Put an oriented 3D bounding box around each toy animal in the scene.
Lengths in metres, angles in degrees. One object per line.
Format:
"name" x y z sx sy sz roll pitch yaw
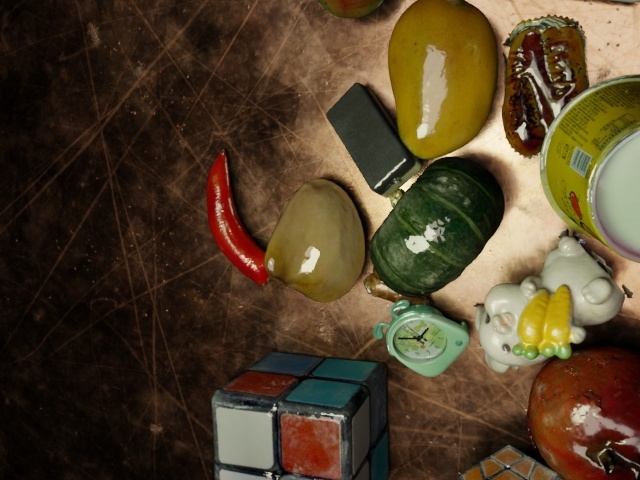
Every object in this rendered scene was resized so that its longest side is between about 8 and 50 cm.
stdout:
"toy animal" 0.425 0.140 1.353 0.310 0.247 0.183 -41 76 13

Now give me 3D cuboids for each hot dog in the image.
"hot dog" 0.431 -0.292 1.335 0.163 0.082 0.270 0 100 19

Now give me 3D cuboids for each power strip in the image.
"power strip" 0.108 -0.203 1.425 0.105 0.070 0.256 -44 52 23

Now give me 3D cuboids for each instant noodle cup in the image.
"instant noodle cup" 0.562 -0.112 1.196 0.325 0.254 0.325 2 108 8

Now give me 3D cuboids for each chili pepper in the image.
"chili pepper" -0.186 -0.023 1.625 0.137 0.092 0.368 -32 91 12

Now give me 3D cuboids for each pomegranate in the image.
"pomegranate" 0.080 -0.544 1.383 0.210 0.180 0.180 -26 92 -13

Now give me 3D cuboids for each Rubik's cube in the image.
"Rubik's cube" -0.033 0.447 1.541 0.316 0.318 0.313 3 101 19
"Rubik's cube" 0.412 0.582 1.425 0.319 0.319 0.264 -48 55 22

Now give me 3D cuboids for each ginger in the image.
"ginger" 0.181 0.090 1.518 0.162 0.073 0.103 21 125 2

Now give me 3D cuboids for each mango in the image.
"mango" 0.234 -0.314 1.340 0.211 0.173 0.317 3 91 -1

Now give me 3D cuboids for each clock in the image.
"clock" 0.215 0.202 1.498 0.188 0.060 0.148 32 118 -12

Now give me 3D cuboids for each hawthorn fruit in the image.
"hawthorn fruit" 0.549 0.336 1.312 0.316 0.316 0.316 4 103 20

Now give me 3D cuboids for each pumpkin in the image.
"pumpkin" 0.218 -0.026 1.358 0.207 0.300 0.300 36 111 4

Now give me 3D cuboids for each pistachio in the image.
"pistachio" 0.000 0.000 1.526 0.213 0.163 0.260 18 94 -5

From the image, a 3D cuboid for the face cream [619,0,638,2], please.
"face cream" 0.462 -0.524 1.278 0.291 0.071 0.144 12 104 17
